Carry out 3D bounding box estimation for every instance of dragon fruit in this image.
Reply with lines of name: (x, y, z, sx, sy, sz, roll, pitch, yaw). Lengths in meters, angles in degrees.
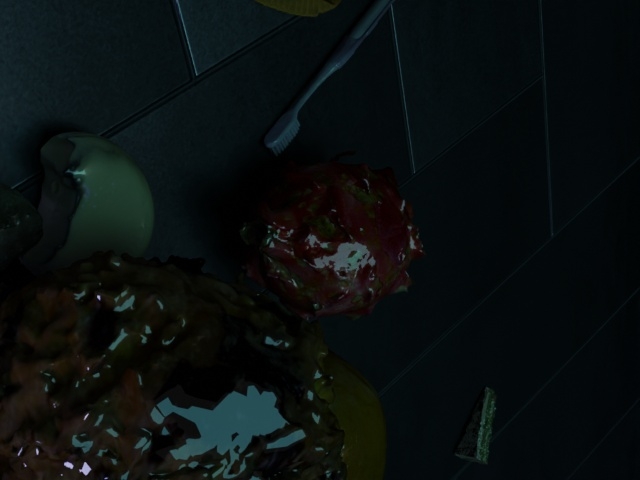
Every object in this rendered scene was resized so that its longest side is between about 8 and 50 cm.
dragon fruit: (0.000, 0.000, 1.386, 0.268, 0.210, 0.205, 1, 68, -52)

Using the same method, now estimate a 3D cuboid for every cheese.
cheese: (-0.222, -0.010, 1.217, 0.249, 0.071, 0.163, 33, 84, -51)

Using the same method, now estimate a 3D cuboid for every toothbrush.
toothbrush: (0.039, -0.247, 1.438, 0.354, 0.024, 0.029, -53, 146, -16)

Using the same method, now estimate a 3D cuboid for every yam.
yam: (-0.357, 0.012, 1.047, 0.183, 0.107, 0.107, -37, 133, -34)

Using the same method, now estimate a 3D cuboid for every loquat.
loquat: (-0.065, 0.253, 1.373, 0.284, 0.276, 0.276, -31, 130, -37)

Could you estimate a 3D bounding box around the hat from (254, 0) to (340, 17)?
hat: (0.052, -0.333, 1.243, 0.233, 0.233, 0.244, -40, 134, -27)

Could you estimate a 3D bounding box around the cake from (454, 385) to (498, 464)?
cake: (0.293, 0.334, 2.005, 0.051, 0.055, 0.140, 27, 86, -45)

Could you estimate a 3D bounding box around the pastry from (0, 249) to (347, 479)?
pastry: (-0.176, 0.156, 1.090, 0.337, 0.405, 0.292, 80, 13, -68)
